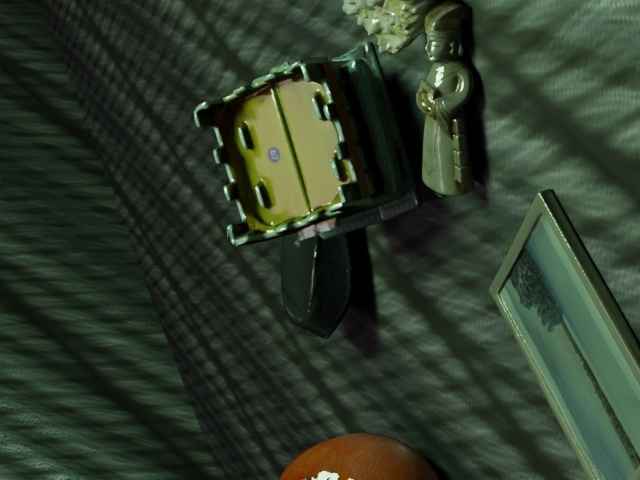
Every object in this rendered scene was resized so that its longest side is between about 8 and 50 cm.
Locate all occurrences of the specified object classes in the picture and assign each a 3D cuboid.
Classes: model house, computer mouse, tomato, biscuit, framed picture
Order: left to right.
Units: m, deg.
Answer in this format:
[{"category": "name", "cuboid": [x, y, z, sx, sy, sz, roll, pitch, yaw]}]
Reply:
[{"category": "model house", "cuboid": [-0.008, -0.117, 1.699, 0.198, 0.215, 0.224, -20, 87, 33]}, {"category": "computer mouse", "cuboid": [0.005, 0.001, 1.976, 0.168, 0.087, 0.295, -132, 43, -65]}, {"category": "tomato", "cuboid": [0.056, 0.389, 1.892, 0.256, 0.224, 0.255, 4, 98, 32]}, {"category": "biscuit", "cuboid": [0.048, -0.333, 1.469, 0.281, 0.084, 0.179, 54, 160, -17]}, {"category": "framed picture", "cuboid": [0.267, 0.119, 1.413, 0.213, 0.016, 0.289, 106, 143, -58]}]

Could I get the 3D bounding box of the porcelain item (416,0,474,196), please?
[{"category": "porcelain item", "cuboid": [0.137, -0.156, 1.500, 0.084, 0.054, 0.213, 45, 145, 53]}]
